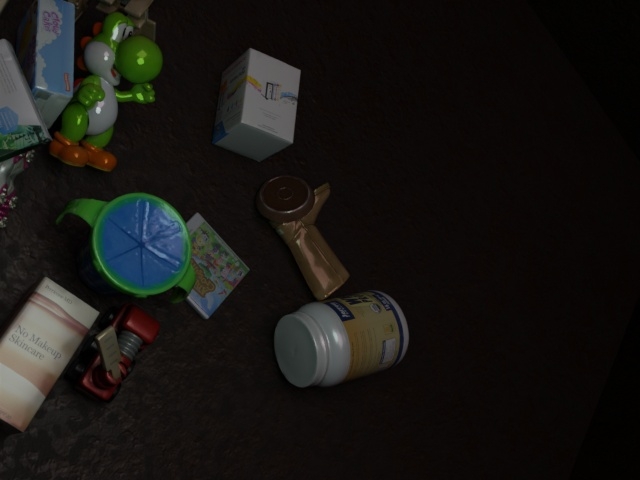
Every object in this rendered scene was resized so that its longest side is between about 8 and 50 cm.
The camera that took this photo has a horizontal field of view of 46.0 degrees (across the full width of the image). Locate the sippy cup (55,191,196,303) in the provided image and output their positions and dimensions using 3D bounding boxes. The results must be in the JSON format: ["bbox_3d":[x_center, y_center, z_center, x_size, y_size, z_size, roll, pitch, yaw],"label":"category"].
[{"bbox_3d":[-0.449,0.030,1.736,0.240,0.224,0.306,-23,91,-39],"label":"sippy cup"}]

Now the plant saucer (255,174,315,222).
[{"bbox_3d":[-0.099,-0.124,2.100,0.168,0.029,0.168,-1,54,1],"label":"plant saucer"}]

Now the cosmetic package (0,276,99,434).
[{"bbox_3d":[-0.623,0.244,1.606,0.153,0.129,0.296,37,58,-21],"label":"cosmetic package"}]

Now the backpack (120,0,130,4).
[{"bbox_3d":[-0.481,-0.716,1.973,0.166,0.144,0.188,54,43,-8],"label":"backpack"}]

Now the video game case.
[{"bbox_3d":[-0.310,0.065,1.957,0.212,0.023,0.193,49,54,-15],"label":"video game case"}]

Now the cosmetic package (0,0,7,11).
[{"bbox_3d":[-0.813,-0.526,1.700,0.160,0.113,0.309,30,60,-26],"label":"cosmetic package"}]

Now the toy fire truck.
[{"bbox_3d":[-0.446,0.230,1.666,0.158,0.246,0.217,41,57,-21],"label":"toy fire truck"}]

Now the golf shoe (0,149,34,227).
[{"bbox_3d":[-0.738,-0.135,1.663,0.140,0.115,0.306,15,71,-3],"label":"golf shoe"}]

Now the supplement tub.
[{"bbox_3d":[0.056,0.267,2.039,0.316,0.228,0.228,-9,82,-38],"label":"supplement tub"}]

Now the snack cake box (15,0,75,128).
[{"bbox_3d":[-0.639,-0.413,1.742,0.089,0.152,0.264,11,60,-36],"label":"snack cake box"}]

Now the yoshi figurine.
[{"bbox_3d":[-0.479,-0.338,1.749,0.203,0.203,0.362,16,98,-26],"label":"yoshi figurine"}]

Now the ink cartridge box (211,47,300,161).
[{"bbox_3d":[-0.177,-0.372,2.087,0.168,0.171,0.233,18,66,-32],"label":"ink cartridge box"}]

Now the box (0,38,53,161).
[{"bbox_3d":[-0.763,-0.256,1.587,0.322,0.058,0.232,-24,89,-4],"label":"box"}]

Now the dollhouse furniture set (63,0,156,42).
[{"bbox_3d":[-0.512,-0.582,1.882,0.242,0.212,0.161,26,60,0],"label":"dollhouse furniture set"}]

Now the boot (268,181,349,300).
[{"bbox_3d":[0.000,0.000,2.170,0.236,0.089,0.269,-38,99,-24],"label":"boot"}]
